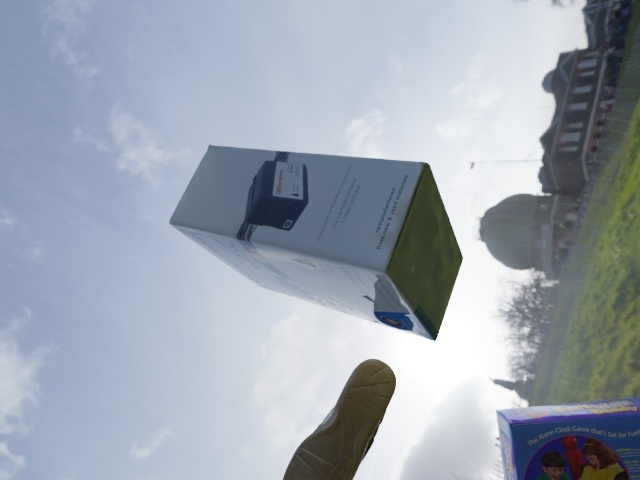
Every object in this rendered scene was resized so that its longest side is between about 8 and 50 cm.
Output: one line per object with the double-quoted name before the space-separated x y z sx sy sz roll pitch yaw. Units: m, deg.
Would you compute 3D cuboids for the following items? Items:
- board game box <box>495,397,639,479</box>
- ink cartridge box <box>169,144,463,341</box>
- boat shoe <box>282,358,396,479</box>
"board game box" 0.518 0.421 0.803 0.078 0.347 0.233 44 -139 -86
"ink cartridge box" 0.000 0.000 0.571 0.223 0.307 0.129 47 -119 -52
"boat shoe" 0.040 0.333 0.745 0.285 0.103 0.092 -58 -27 -9
